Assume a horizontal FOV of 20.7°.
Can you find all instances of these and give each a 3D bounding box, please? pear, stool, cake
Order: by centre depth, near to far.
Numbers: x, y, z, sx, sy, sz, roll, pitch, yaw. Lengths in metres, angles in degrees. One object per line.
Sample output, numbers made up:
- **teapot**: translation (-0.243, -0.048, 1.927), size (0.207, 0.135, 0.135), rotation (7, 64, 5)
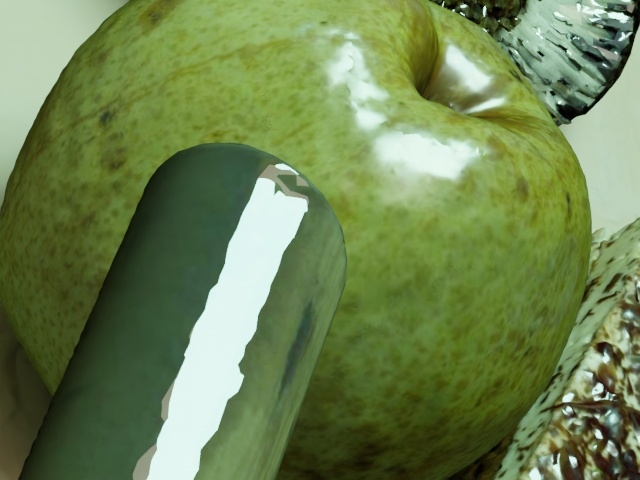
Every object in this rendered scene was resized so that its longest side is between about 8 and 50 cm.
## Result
- **stool**: translation (-0.032, 0.176, 0.455), size (0.310, 0.310, 0.226), rotation (41, 45, -12)
- **pear**: translation (0.000, 0.000, 0.658), size (0.228, 0.211, 0.188), rotation (19, 51, -29)
- **cake**: translation (0.095, 0.069, 0.763), size (0.246, 0.112, 0.135), rotation (-15, 70, -39)

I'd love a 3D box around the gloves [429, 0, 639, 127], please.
- **gloves**: translation (0.039, -0.164, 0.843), size (0.312, 0.135, 0.210), rotation (30, 66, -47)
